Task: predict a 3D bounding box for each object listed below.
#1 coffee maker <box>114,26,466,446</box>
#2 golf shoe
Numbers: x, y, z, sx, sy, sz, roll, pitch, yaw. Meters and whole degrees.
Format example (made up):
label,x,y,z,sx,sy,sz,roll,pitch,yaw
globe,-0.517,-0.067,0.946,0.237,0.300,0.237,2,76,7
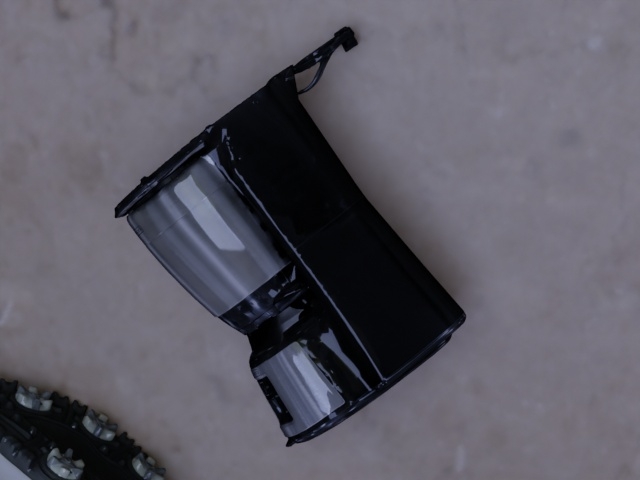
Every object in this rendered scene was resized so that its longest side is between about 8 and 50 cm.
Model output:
label,x,y,z,sx,sy,sz,roll,pitch,yaw
coffee maker,0.000,0.000,1.097,0.171,0.120,0.178,-38,93,10
golf shoe,-0.122,0.195,1.151,0.273,0.105,0.120,39,108,1
